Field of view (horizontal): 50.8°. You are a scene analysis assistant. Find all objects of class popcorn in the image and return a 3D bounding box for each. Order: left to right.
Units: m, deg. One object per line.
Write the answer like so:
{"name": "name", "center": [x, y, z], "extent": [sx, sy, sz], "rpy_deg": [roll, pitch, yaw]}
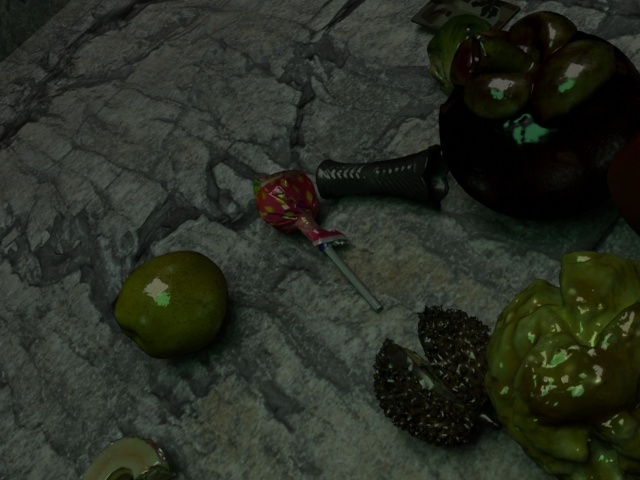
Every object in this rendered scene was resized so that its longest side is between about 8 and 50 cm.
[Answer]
{"name": "popcorn", "center": [0.332, 0.159, 0.774], "extent": [0.282, 0.282, 0.247], "rpy_deg": [-36, 10, -3]}

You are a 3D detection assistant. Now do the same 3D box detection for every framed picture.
{"name": "framed picture", "center": [0.318, -0.500, 1.489], "extent": [0.136, 0.010, 0.201], "rpy_deg": [-45, 54, -12]}

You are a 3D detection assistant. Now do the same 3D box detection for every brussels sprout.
{"name": "brussels sprout", "center": [0.286, -0.364, 1.325], "extent": [0.146, 0.131, 0.183], "rpy_deg": [-33, 40, 7]}

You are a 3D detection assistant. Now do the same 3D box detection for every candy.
{"name": "candy", "center": [0.000, 0.000, 1.212], "extent": [0.124, 0.124, 0.365], "rpy_deg": [-38, 53, -5]}

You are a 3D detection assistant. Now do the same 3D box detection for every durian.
{"name": "durian", "center": [0.172, 0.189, 0.917], "extent": [0.196, 0.167, 0.195], "rpy_deg": [-10, 72, 35]}

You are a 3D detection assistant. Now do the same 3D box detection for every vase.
{"name": "vase", "center": [0.108, -0.116, 1.240], "extent": [0.238, 0.115, 0.115], "rpy_deg": [3, 55, 33]}

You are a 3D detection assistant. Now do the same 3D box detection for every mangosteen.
{"name": "mangosteen", "center": [0.322, -0.192, 1.008], "extent": [0.307, 0.347, 0.306], "rpy_deg": [-17, 50, 21]}

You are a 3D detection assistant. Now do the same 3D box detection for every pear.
{"name": "pear", "center": [-0.258, 0.114, 1.189], "extent": [0.198, 0.198, 0.198], "rpy_deg": [-15, 48, 17]}

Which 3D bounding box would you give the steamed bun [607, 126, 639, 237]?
{"name": "steamed bun", "center": [0.563, -0.035, 0.817], "extent": [0.379, 0.248, 0.235], "rpy_deg": [34, 76, 32]}

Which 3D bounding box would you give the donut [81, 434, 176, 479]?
{"name": "donut", "center": [-0.314, 0.378, 1.074], "extent": [0.166, 0.065, 0.108], "rpy_deg": [-39, 45, -5]}

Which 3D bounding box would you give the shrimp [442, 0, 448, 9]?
{"name": "shrimp", "center": [0.277, -0.550, 1.565], "extent": [0.059, 0.023, 0.108], "rpy_deg": [-7, 50, 34]}
